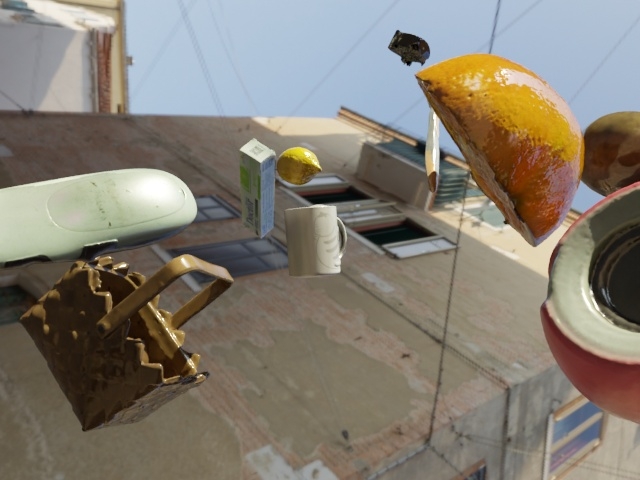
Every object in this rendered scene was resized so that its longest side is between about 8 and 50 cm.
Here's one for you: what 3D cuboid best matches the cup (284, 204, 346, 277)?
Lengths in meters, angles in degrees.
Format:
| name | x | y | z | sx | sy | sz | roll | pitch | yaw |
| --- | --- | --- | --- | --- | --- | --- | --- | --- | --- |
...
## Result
| name | x | y | z | sx | sy | sz | roll | pitch | yaw |
| --- | --- | --- | --- | --- | --- | --- | --- | --- | --- |
| cup | 0.002 | 0.000 | 1.113 | 0.099 | 0.136 | 0.133 | 174 | -88 | -70 |

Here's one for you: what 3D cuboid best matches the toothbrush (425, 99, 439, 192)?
| name | x | y | z | sx | sy | sz | roll | pitch | yaw |
| --- | --- | --- | --- | --- | --- | --- | --- | --- | --- |
| toothbrush | 0.214 | -0.223 | 1.109 | 0.037 | 0.028 | 0.375 | -16 | -136 | 29 |

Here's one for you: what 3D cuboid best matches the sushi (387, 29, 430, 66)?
| name | x | y | z | sx | sy | sz | roll | pitch | yaw |
| --- | --- | --- | --- | --- | --- | --- | --- | --- | --- |
| sushi | 0.231 | -0.480 | 1.469 | 0.083 | 0.085 | 0.056 | 15 | -105 | 42 |

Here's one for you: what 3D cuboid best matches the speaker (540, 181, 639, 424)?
| name | x | y | z | sx | sy | sz | roll | pitch | yaw |
| --- | --- | --- | --- | --- | --- | --- | --- | --- | --- |
| speaker | 0.396 | 0.076 | 0.644 | 0.294 | 0.295 | 0.293 | 11 | -75 | 47 |

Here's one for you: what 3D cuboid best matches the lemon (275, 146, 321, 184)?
| name | x | y | z | sx | sy | sz | roll | pitch | yaw |
| --- | --- | --- | --- | --- | --- | --- | --- | --- | --- |
| lemon | -0.036 | -0.125 | 0.990 | 0.092 | 0.065 | 0.065 | 8 | -77 | 37 |

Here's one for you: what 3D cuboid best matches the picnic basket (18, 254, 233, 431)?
| name | x | y | z | sx | sy | sz | roll | pitch | yaw |
| --- | --- | --- | --- | --- | --- | --- | --- | --- | --- |
| picnic basket | -0.317 | 0.145 | 1.044 | 0.321 | 0.254 | 0.291 | -39 | -105 | 1 |

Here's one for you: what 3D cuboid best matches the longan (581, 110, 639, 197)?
| name | x | y | z | sx | sy | sz | roll | pitch | yaw |
| --- | --- | --- | --- | --- | --- | --- | --- | --- | --- |
| longan | 0.554 | -0.155 | 1.056 | 0.187 | 0.168 | 0.167 | -16 | -95 | 41 |

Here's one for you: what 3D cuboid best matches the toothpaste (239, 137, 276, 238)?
| name | x | y | z | sx | sy | sz | roll | pitch | yaw |
| --- | --- | --- | --- | --- | --- | --- | --- | --- | --- |
| toothpaste | -0.182 | -0.141 | 1.704 | 0.081 | 0.067 | 0.336 | 34 | -33 | 19 |

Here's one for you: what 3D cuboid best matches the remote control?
| name | x | y | z | sx | sy | sz | roll | pitch | yaw |
| --- | --- | --- | --- | --- | --- | --- | --- | --- | --- |
| remote control | -0.245 | -0.026 | 0.593 | 0.097 | 0.256 | 0.045 | 61 | -36 | 18 |

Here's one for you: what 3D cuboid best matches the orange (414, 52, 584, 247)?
| name | x | y | z | sx | sy | sz | roll | pitch | yaw |
| --- | --- | --- | --- | --- | --- | --- | --- | --- | --- |
| orange | 0.274 | -0.133 | 0.906 | 0.274 | 0.274 | 0.309 | 23 | -51 | 44 |
